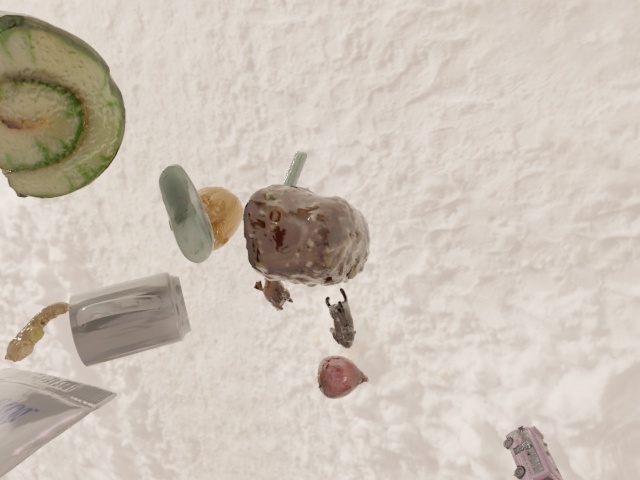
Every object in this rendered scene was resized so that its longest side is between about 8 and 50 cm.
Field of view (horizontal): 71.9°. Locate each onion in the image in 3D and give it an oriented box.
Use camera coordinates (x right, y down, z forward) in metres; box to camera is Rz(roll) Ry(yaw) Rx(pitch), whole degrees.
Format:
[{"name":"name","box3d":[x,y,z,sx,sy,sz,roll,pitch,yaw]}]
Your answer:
[{"name":"onion","box3d":[0.083,0.502,1.620,0.194,0.160,0.160,4,123,-12]}]

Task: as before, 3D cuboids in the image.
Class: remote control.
[{"name":"remote control","box3d":[-0.298,-0.063,0.958,0.097,0.045,0.256,-39,63,17]}]

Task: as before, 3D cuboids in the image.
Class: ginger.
[{"name":"ginger","box3d":[-0.690,0.215,1.068,0.069,0.174,0.051,9,148,39]}]

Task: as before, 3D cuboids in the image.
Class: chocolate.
[{"name":"chocolate","box3d":[0.000,0.000,0.993,0.209,0.340,0.226,12,86,26]}]

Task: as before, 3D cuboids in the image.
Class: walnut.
[{"name":"walnut","box3d":[-0.349,-0.068,1.382,0.193,0.226,0.193,25,151,16]}]

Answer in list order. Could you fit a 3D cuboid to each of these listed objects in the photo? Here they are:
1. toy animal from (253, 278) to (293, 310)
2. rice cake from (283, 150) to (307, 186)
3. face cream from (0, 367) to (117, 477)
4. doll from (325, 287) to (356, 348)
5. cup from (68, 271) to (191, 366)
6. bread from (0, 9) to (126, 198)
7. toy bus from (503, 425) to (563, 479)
[{"name":"toy animal","box3d":[-0.149,0.199,1.577,0.179,0.089,0.188,25,142,45]},{"name":"rice cake","box3d":[-0.081,-0.164,1.213,0.033,0.029,0.171,24,96,31]},{"name":"face cream","box3d":[-0.428,0.250,0.393,0.234,0.420,0.137,-1,108,27]},{"name":"doll","box3d":[0.053,0.198,1.048,0.057,0.165,0.139,-10,113,-7]},{"name":"cup","box3d":[-0.594,0.231,1.392,0.323,0.326,0.237,122,132,-66]},{"name":"bread","box3d":[-0.615,-0.272,0.943,0.129,0.366,0.383,26,109,29]},{"name":"toy bus","box3d":[0.615,0.636,1.275,0.108,0.199,0.096,-43,98,17]}]
